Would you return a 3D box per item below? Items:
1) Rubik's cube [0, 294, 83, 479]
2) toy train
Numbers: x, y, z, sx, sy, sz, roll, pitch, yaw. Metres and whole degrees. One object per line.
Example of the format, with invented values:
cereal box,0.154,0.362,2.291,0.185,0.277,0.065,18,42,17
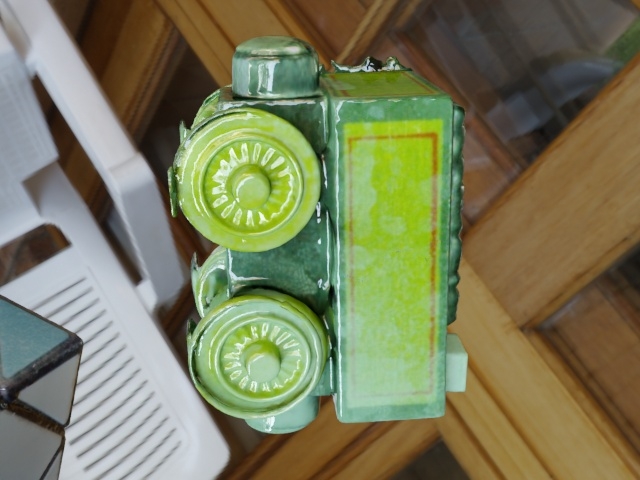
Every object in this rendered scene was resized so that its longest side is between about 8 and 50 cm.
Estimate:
Rubik's cube,-0.339,0.155,0.651,0.205,0.205,0.207,-41,154,-59
toy train,0.000,0.000,0.567,0.188,0.272,0.159,-2,-161,-5
